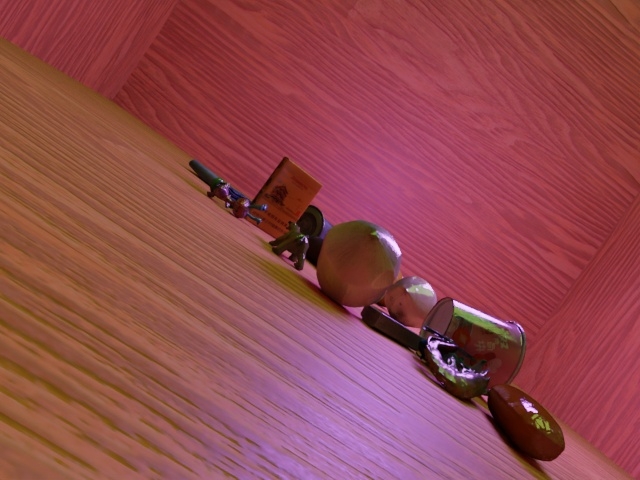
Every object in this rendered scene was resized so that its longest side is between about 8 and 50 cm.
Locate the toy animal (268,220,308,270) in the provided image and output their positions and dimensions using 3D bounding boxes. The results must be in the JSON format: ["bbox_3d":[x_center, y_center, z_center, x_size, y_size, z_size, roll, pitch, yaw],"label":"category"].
[{"bbox_3d":[-0.084,0.004,1.279,0.103,0.101,0.218,33,2,-14],"label":"toy animal"}]

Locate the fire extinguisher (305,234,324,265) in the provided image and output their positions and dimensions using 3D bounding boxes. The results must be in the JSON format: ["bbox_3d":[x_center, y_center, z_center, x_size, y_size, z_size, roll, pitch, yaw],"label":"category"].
[{"bbox_3d":[0.006,0.066,1.690,0.344,0.102,0.138,36,-31,53],"label":"fire extinguisher"}]

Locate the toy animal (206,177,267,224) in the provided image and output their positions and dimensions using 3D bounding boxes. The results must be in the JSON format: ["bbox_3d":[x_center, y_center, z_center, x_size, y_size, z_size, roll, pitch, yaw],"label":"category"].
[{"bbox_3d":[-0.285,-0.129,1.442,0.208,0.100,0.103,27,-22,8],"label":"toy animal"}]

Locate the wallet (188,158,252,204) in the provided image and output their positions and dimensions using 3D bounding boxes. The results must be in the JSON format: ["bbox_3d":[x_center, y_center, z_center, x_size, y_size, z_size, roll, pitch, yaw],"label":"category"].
[{"bbox_3d":[-0.466,-0.259,2.009,0.251,0.054,0.290,37,1,25],"label":"wallet"}]

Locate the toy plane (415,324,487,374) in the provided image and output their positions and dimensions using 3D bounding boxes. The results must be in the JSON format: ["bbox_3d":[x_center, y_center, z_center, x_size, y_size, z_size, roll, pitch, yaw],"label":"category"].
[{"bbox_3d":[0.340,0.311,1.131,0.235,0.096,0.060,33,3,-18],"label":"toy plane"}]

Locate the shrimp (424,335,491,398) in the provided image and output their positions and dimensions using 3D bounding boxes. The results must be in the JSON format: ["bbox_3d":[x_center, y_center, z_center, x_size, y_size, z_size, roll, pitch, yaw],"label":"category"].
[{"bbox_3d":[0.332,0.308,1.035,0.253,0.058,0.173,11,37,-51],"label":"shrimp"}]

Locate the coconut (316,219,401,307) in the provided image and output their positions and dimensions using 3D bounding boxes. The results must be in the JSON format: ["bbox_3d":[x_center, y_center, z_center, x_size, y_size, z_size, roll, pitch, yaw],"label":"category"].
[{"bbox_3d":[0.100,0.050,1.086,0.224,0.224,0.234,36,-42,24],"label":"coconut"}]

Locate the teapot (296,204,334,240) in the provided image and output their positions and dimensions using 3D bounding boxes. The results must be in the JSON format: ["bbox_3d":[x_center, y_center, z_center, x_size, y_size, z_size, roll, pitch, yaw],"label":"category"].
[{"bbox_3d":[0.000,0.000,2.028,0.337,0.200,0.271,36,26,-61],"label":"teapot"}]

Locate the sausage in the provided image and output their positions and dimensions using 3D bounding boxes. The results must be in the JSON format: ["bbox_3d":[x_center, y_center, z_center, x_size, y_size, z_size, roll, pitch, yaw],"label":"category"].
[{"bbox_3d":[0.434,0.383,0.911,0.105,0.105,0.274,35,2,9],"label":"sausage"}]

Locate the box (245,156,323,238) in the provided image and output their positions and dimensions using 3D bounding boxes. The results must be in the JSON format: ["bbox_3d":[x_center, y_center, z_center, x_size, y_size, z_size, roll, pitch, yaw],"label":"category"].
[{"bbox_3d":[-0.141,-0.153,1.596,0.174,0.274,0.076,34,6,-28],"label":"box"}]

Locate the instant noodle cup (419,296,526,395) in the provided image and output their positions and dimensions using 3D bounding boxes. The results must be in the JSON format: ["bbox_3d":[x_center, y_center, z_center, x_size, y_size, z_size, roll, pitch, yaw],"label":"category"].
[{"bbox_3d":[0.444,0.305,1.274,0.231,0.243,0.243,29,2,-4],"label":"instant noodle cup"}]

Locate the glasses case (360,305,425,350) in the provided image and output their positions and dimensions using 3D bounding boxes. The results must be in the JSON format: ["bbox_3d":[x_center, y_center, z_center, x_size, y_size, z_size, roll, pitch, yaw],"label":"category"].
[{"bbox_3d":[0.196,0.240,1.148,0.205,0.047,0.070,34,-4,-35],"label":"glasses case"}]

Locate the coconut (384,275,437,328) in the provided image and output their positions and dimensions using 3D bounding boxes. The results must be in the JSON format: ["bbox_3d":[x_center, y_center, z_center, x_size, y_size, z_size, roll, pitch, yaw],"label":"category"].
[{"bbox_3d":[0.355,0.245,1.668,0.224,0.224,0.224,35,2,-1],"label":"coconut"}]

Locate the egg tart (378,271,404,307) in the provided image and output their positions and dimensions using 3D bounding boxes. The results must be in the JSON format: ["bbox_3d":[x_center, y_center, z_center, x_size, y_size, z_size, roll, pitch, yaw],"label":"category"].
[{"bbox_3d":[0.289,0.194,1.898,0.171,0.215,0.215,46,-2,-21],"label":"egg tart"}]
